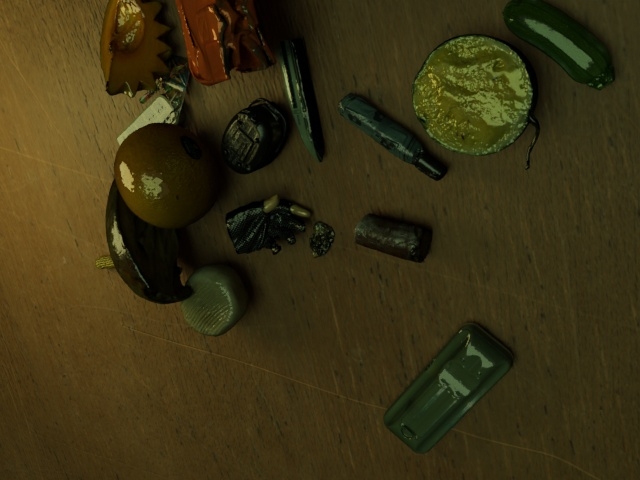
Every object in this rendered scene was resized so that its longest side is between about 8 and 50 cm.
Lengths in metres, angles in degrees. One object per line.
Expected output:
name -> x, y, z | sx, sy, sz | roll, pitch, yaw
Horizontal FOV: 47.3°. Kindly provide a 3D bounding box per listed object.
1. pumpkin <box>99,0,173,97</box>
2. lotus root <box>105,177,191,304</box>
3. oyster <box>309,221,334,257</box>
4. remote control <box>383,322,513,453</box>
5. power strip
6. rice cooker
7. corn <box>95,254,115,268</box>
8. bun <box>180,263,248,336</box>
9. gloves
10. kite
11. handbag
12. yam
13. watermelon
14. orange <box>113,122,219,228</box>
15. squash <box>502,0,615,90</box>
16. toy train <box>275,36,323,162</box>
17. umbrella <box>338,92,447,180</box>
pumpkin -> -0.402, -0.421, 1.587 | 0.149, 0.131, 0.253 | 3, 87, 61
lotus root -> -0.419, 0.009, 1.663 | 0.142, 0.210, 0.313 | -31, 56, 25
oyster -> -0.001, 0.003, 1.580 | 0.054, 0.019, 0.083 | 28, 119, 15
remote control -> 0.261, 0.320, 1.541 | 0.128, 0.065, 0.335 | 40, 121, 11
power strip -> -0.396, -0.252, 1.678 | 0.227, 0.029, 0.080 | -35, 91, 32
rice cooker -> -0.137, -0.213, 1.518 | 0.112, 0.106, 0.165 | 43, 133, 11
corn -> -0.536, 0.054, 1.864 | 0.092, 0.037, 0.037 | -2, 108, 29
bun -> -0.241, 0.134, 1.699 | 0.173, 0.113, 0.166 | -12, 96, 32
gloves -> -0.108, -0.040, 1.587 | 0.181, 0.106, 0.129 | -14, 105, 1
kite -> -0.343, -0.350, 1.605 | 0.160, 0.010, 0.182 | -33, 79, 21
handbag -> -0.211, -0.499, 1.345 | 0.303, 0.116, 0.409 | -153, 48, -70
yam -> 0.147, -0.007, 1.468 | 0.141, 0.079, 0.079 | 17, 116, 24
watermelon -> 0.283, -0.254, 1.271 | 0.232, 0.127, 0.204 | 18, 116, 23
orange -> -0.329, -0.137, 1.577 | 0.237, 0.236, 0.236 | 10, 113, 24
squash -> 0.400, -0.333, 1.217 | 0.219, 0.068, 0.077 | 42, 113, 7
toy train -> -0.039, -0.278, 1.471 | 0.048, 0.055, 0.251 | -3, 107, 28
umbrella -> 0.140, -0.201, 1.413 | 0.250, 0.052, 0.053 | 37, 87, 11
